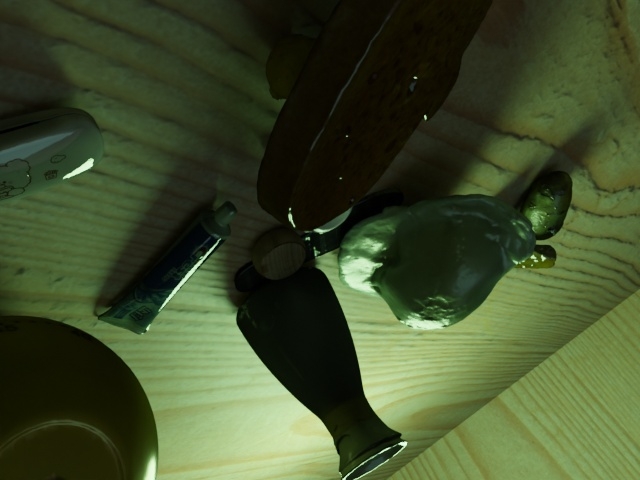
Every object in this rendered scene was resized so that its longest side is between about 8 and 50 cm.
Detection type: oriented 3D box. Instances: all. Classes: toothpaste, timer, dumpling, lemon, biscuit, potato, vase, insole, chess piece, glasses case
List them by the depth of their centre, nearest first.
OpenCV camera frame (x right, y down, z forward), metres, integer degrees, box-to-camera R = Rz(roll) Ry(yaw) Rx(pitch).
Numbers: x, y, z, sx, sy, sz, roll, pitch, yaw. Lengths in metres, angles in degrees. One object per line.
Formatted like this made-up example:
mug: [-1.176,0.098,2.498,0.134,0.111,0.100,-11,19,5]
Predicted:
glasses case: [-0.301,-0.072,0.621,0.193,0.049,0.074,-22,149,-20]
lemon: [-0.028,-0.183,0.708,0.062,0.062,0.083,6,137,-48]
biscuit: [0.070,-0.183,0.738,0.394,0.070,0.350,-57,164,20]
timer: [-0.384,0.260,0.801,0.376,0.376,0.387,-6,-175,-39]
toothpaste: [-0.201,0.040,0.900,0.268,0.047,0.069,-43,162,25]
chess piece: [-0.062,0.021,0.998,0.083,0.038,0.084,-20,140,-17]
insole: [0.000,0.000,1.067,0.309,0.012,0.110,-27,152,-12]
vase: [0.005,0.216,1.070,0.173,0.321,0.173,-26,156,-13]
dumpling: [0.194,0.039,1.111,0.321,0.212,0.270,-52,151,19]
potato: [0.459,-0.064,1.348,0.105,0.085,0.188,-21,144,-18]
biscuit: [0.398,0.007,1.361,0.174,0.039,0.183,3,152,14]

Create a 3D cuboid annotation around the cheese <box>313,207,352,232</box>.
cheese: [0.002,-0.065,0.937,0.105,0.042,0.191,-31,150,-6]
